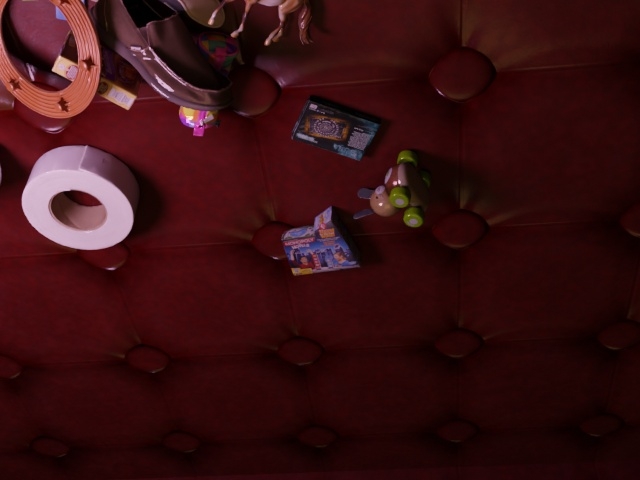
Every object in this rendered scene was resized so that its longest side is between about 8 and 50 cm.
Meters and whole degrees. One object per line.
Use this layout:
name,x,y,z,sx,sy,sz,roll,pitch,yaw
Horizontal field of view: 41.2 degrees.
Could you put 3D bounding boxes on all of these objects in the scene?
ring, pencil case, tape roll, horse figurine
ring,-0.607,-0.420,1.818,0.336,0.032,0.336,14,123,23
pencil case,-0.256,-0.358,1.938,0.104,0.104,0.236,12,133,-11
tape roll,-0.614,-0.108,2.197,0.286,0.100,0.286,1,135,1
horse figurine,-0.110,-0.496,1.784,0.263,0.066,0.174,7,131,-38

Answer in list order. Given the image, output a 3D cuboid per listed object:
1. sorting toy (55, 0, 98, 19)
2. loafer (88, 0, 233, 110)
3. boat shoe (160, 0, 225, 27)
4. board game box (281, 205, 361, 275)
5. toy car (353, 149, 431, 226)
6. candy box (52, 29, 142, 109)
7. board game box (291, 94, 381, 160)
sorting toy,-0.518,-0.593,1.745,0.196,0.047,0.347,19,132,-16
loafer,-0.330,-0.409,1.790,0.366,0.134,0.130,36,125,1
boat shoe,-0.297,-0.523,1.816,0.206,0.075,0.065,29,172,-31
board game box,0.000,0.000,2.316,0.194,0.060,0.194,-7,133,9
toy car,0.167,-0.116,2.145,0.188,0.155,0.149,-13,135,31
candy box,-0.495,-0.383,1.912,0.187,0.109,0.053,25,131,-22
board game box,0.037,-0.270,2.067,0.186,0.026,0.126,17,133,-15
